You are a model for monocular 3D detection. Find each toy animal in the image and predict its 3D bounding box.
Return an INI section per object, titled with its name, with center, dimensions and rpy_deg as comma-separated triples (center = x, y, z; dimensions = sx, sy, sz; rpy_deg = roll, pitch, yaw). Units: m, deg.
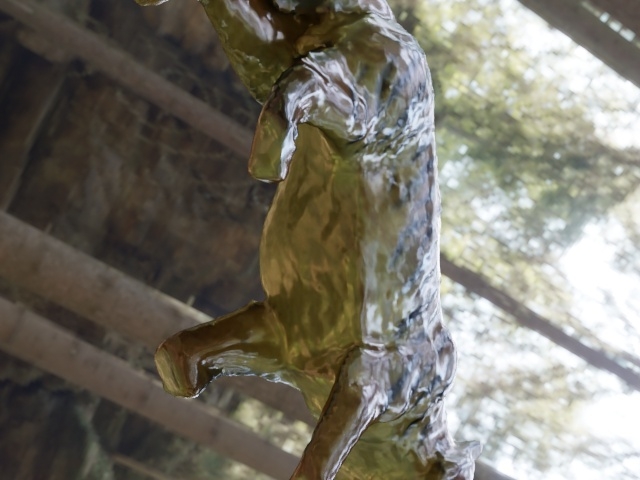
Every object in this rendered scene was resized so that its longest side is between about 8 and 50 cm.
[toy animal]
center = 0.000, 0.000, 0.364
dimensions = 0.056, 0.099, 0.241
rpy_deg = 2, -75, 35
